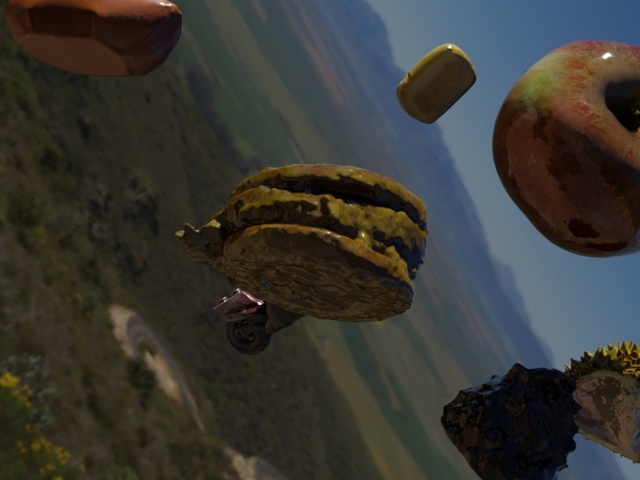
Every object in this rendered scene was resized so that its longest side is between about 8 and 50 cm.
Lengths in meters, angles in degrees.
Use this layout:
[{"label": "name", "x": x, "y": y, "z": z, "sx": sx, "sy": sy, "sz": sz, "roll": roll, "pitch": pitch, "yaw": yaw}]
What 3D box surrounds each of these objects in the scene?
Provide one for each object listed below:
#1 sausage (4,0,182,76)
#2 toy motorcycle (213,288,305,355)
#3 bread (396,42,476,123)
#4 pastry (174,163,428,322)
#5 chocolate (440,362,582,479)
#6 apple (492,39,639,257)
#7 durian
[{"label": "sausage", "x": -0.203, "y": -0.190, "z": 0.977, "sx": 0.089, "sy": 0.179, "sz": 0.089, "roll": -30, "pitch": 127, "yaw": -52}, {"label": "toy motorcycle", "x": -0.055, "y": 0.060, "z": 1.402, "sx": 0.122, "sy": 0.213, "sz": 0.082, "roll": 61, "pitch": 28, "yaw": 7}, {"label": "bread", "x": 0.160, "y": -0.223, "z": 1.547, "sx": 0.082, "sy": 0.115, "sz": 0.056, "roll": 37, "pitch": 11, "yaw": -24}, {"label": "pastry", "x": 0.000, "y": 0.000, "z": 1.213, "sx": 0.240, "sy": 0.235, "sz": 0.132, "roll": 44, "pitch": 55, "yaw": -50}, {"label": "chocolate", "x": 0.323, "y": 0.280, "z": 1.688, "sx": 0.224, "sy": 0.177, "sz": 0.206, "roll": 30, "pitch": 21, "yaw": -27}, {"label": "apple", "x": 0.433, "y": -0.139, "z": 1.695, "sx": 0.348, "sy": 0.348, "sz": 0.277, "roll": 64, "pitch": -23, "yaw": 21}, {"label": "durian", "x": 0.491, "y": 0.245, "z": 1.833, "sx": 0.138, "sy": 0.183, "sz": 0.249, "roll": -62, "pitch": 147, "yaw": -30}]
